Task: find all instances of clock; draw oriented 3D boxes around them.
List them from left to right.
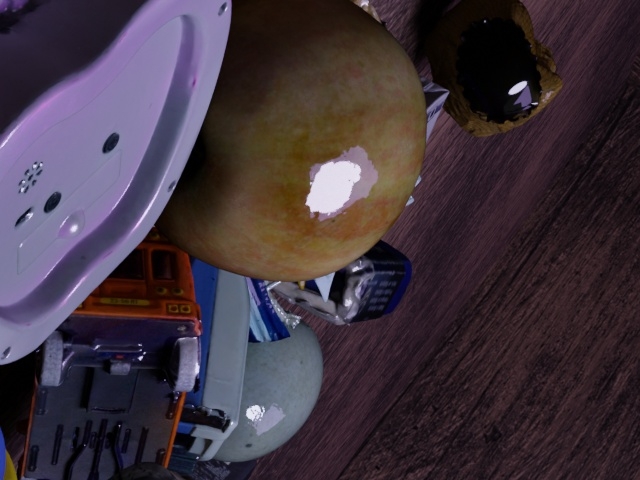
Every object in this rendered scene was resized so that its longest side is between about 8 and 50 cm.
[{"bbox_3d":[-0.196,-0.074,1.146,0.338,0.102,0.338,-53,166,-20],"label":"clock"}]

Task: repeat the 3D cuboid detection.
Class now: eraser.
[{"bbox_3d":[0.023,0.036,2.090,0.101,0.155,0.332,-61,167,8],"label":"eraser"}]

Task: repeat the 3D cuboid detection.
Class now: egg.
[{"bbox_3d":[-0.087,0.173,1.972,0.236,0.169,0.169,-53,168,-50],"label":"egg"}]

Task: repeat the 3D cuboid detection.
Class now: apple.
[{"bbox_3d":[-0.044,-0.091,1.384,0.234,0.257,0.256,-6,131,-44],"label":"apple"}]

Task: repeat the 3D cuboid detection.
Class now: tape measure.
[{"bbox_3d":[-0.129,0.064,1.710,0.215,0.098,0.351,122,-21,-58],"label":"tape measure"}]

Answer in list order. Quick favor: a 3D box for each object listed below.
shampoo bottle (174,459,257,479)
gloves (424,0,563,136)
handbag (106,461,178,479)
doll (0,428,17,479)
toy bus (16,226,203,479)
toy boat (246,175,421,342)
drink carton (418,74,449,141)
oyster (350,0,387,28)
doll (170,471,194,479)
[{"bbox_3d":[-0.211,0.375,2.146,0.309,0.098,0.071,-45,167,-42],"label":"shampoo bottle"},{"bbox_3d":[0.218,-0.239,2.111,0.155,0.203,0.356,-20,-172,15],"label":"gloves"},{"bbox_3d":[-0.291,0.366,1.292,0.416,0.180,0.317,-41,-169,-33],"label":"handbag"},{"bbox_3d":[-0.312,0.205,1.244,0.242,0.160,0.311,-62,170,15],"label":"doll"},{"bbox_3d":[-0.202,0.138,1.484,0.329,0.143,0.153,106,-19,-45],"label":"toy bus"},{"bbox_3d":[0.000,0.000,1.859,0.291,0.067,0.220,-29,134,-10],"label":"toy boat"},{"bbox_3d":[0.055,-0.119,1.981,0.222,0.102,0.134,-43,159,-52],"label":"drink carton"},{"bbox_3d":[0.034,-0.205,1.733,0.079,0.128,0.345,-15,157,2],"label":"oyster"},{"bbox_3d":[-0.237,0.448,1.922,0.370,0.226,0.215,-58,139,-7],"label":"doll"}]
